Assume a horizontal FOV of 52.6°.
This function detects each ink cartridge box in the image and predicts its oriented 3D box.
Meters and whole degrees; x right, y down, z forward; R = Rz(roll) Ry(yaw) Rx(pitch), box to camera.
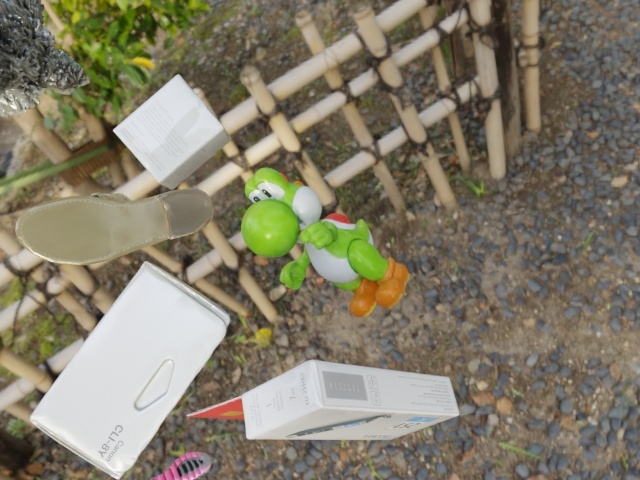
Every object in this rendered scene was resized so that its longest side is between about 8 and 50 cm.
[{"bbox_3d":[0.007,0.250,0.920,0.261,0.296,0.066,-32,57,35],"label":"ink cartridge box"},{"bbox_3d":[-0.300,0.191,1.092,0.279,0.160,0.384,-56,8,-10],"label":"ink cartridge box"}]

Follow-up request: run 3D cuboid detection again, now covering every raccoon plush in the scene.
[{"bbox_3d":[-0.348,-0.200,0.635,0.299,0.216,0.446,-28,24,-35],"label":"raccoon plush"}]

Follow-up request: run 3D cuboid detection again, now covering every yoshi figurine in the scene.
[{"bbox_3d":[-0.016,0.022,1.251,0.203,0.362,0.203,-48,12,10],"label":"yoshi figurine"}]

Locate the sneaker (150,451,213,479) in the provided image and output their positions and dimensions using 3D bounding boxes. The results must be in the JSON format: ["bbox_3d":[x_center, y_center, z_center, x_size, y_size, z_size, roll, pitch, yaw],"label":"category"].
[{"bbox_3d":[-0.206,0.358,0.960,0.119,0.057,0.047,-31,43,2],"label":"sneaker"}]

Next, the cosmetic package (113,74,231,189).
[{"bbox_3d":[-0.316,-0.230,1.410,0.183,0.151,0.151,-40,90,-2],"label":"cosmetic package"}]

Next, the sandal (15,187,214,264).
[{"bbox_3d":[-0.263,-0.023,0.849,0.240,0.088,0.079,-11,7,-15],"label":"sandal"}]
